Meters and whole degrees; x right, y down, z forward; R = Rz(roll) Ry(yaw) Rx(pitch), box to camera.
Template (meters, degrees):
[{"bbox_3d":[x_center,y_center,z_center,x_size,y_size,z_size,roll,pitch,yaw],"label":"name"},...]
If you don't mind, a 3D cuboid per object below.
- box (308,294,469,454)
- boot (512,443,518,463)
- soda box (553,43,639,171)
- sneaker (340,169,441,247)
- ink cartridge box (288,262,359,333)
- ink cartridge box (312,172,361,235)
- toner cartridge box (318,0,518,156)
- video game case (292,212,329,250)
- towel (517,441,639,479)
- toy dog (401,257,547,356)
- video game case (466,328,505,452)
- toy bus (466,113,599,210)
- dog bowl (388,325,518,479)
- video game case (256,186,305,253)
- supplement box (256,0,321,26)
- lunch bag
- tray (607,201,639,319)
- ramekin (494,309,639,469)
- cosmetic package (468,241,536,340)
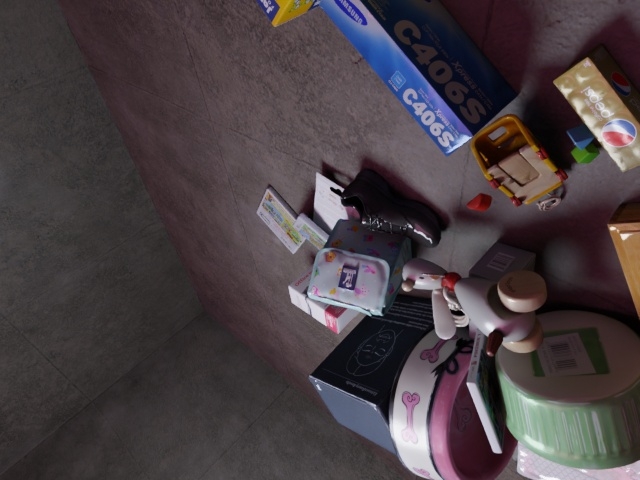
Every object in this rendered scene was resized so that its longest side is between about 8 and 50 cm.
[{"bbox_3d":[0.222,0.369,1.281,0.293,0.395,0.212,2,126,54],"label":"box"},{"bbox_3d":[0.587,0.562,1.342,0.161,0.083,0.246,32,138,37],"label":"boot"},{"bbox_3d":[0.440,-0.198,0.658,0.181,0.058,0.061,51,151,-2],"label":"soda box"},{"bbox_3d":[0.173,-0.059,1.122,0.286,0.130,0.109,36,146,22],"label":"sneaker"},{"bbox_3d":[0.027,0.198,1.581,0.237,0.172,0.100,29,145,33],"label":"ink cartridge box"},{"bbox_3d":[0.065,-0.084,1.331,0.189,0.066,0.232,35,140,25],"label":"ink cartridge box"},{"bbox_3d":[0.174,-0.332,0.763,0.348,0.165,0.075,49,150,0],"label":"toner cartridge box"},{"bbox_3d":[0.000,0.000,1.452,0.212,0.023,0.193,40,169,-3],"label":"video game case"},{"bbox_3d":[0.664,0.531,1.113,0.332,0.053,0.317,10,111,47],"label":"towel"},{"bbox_3d":[0.293,0.141,0.899,0.333,0.161,0.220,-8,115,60],"label":"toy dog"},{"bbox_3d":[0.376,0.327,0.973,0.023,0.183,0.201,-12,112,32],"label":"video game case"},{"bbox_3d":[0.357,-0.141,0.780,0.202,0.191,0.104,92,167,-58],"label":"toy bus"},{"bbox_3d":[0.369,0.426,1.117,0.150,0.408,0.408,2,126,54],"label":"dog bowl"},{"bbox_3d":[-0.143,-0.072,1.655,0.227,0.026,0.206,49,151,4],"label":"video game case"},{"bbox_3d":[0.000,-0.562,0.701,0.194,0.195,0.356,54,151,-7],"label":"supplement box"},{"bbox_3d":[0.109,0.077,1.182,0.223,0.262,0.160,11,136,25],"label":"lunch bag"},{"bbox_3d":[0.654,0.121,0.723,0.203,0.076,0.411,-3,123,56],"label":"tray"},{"bbox_3d":[0.506,0.277,0.879,0.303,0.303,0.148,6,127,51],"label":"ramekin"},{"bbox_3d":[0.418,0.137,1.015,0.107,0.127,0.238,22,143,42],"label":"cosmetic package"}]
